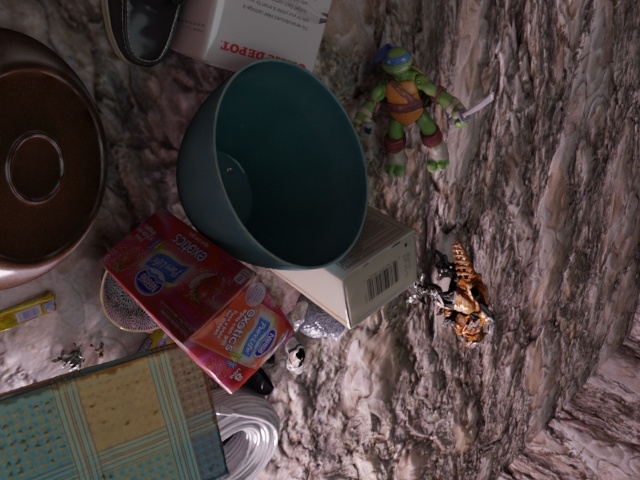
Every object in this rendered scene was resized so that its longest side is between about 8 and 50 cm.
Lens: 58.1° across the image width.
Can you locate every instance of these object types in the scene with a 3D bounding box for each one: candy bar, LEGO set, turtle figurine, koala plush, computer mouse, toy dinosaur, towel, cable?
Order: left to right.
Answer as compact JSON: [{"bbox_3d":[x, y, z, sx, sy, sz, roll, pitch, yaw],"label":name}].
[{"bbox_3d":[-0.462,0.115,0.834,0.161,0.018,0.040,-23,131,-33],"label":"candy bar"},{"bbox_3d":[-0.391,0.191,0.940,0.083,0.023,0.054,-26,129,-31],"label":"LEGO set"},{"bbox_3d":[-0.350,0.335,0.946,0.370,0.040,0.271,-14,97,-29],"label":"towel"},{"bbox_3d":[-0.205,0.430,1.208,0.257,0.089,0.257,16,103,-47],"label":"cable"},{"bbox_3d":[-0.160,0.247,1.162,0.041,0.071,0.242,-33,132,-5],"label":"computer mouse"},{"bbox_3d":[0.020,0.111,1.177,0.196,0.203,0.221,16,113,-46],"label":"koala plush"},{"bbox_3d":[0.170,-0.207,1.093,0.198,0.275,0.266,-33,143,-5],"label":"turtle figurine"},{"bbox_3d":[0.359,0.131,1.466,0.164,0.218,0.322,-14,122,-37],"label":"toy dinosaur"}]

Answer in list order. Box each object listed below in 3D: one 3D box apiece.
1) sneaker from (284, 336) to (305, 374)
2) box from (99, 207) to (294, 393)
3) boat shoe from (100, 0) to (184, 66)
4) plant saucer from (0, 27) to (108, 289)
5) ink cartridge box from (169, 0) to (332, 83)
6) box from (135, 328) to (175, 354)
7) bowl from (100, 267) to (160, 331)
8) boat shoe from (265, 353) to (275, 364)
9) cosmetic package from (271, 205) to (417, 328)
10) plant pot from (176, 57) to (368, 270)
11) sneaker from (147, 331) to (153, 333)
[{"bbox_3d":[-0.053,0.266,1.288,0.040,0.043,0.109,-34,134,-27],"label":"sneaker"},{"bbox_3d":[-0.173,0.073,0.784,0.122,0.257,0.128,-45,135,-17],"label":"box"},{"bbox_3d":[-0.209,-0.363,0.738,0.103,0.092,0.285,0,113,-43],"label":"boat shoe"},{"bbox_3d":[-0.353,-0.089,0.687,0.310,0.050,0.311,10,90,-72],"label":"plant saucer"},{"bbox_3d":[-0.084,-0.379,0.831,0.198,0.115,0.273,2,112,-43],"label":"ink cartridge box"},{"bbox_3d":[-0.279,0.212,1.046,0.179,0.043,0.105,-55,137,-1],"label":"box"},{"bbox_3d":[-0.281,0.053,0.922,0.170,0.080,0.170,-21,125,-33],"label":"bowl"},{"bbox_3d":[-0.129,0.199,1.171,0.056,0.049,0.152,-45,136,-14],"label":"boat shoe"},{"bbox_3d":[0.000,0.000,0.987,0.160,0.309,0.113,-31,131,-25],"label":"cosmetic package"},{"bbox_3d":[-0.096,-0.090,0.843,0.290,0.195,0.290,13,72,-45],"label":"plant pot"},{"bbox_3d":[-0.266,0.115,0.991,0.119,0.057,0.047,-43,134,-18],"label":"sneaker"}]
